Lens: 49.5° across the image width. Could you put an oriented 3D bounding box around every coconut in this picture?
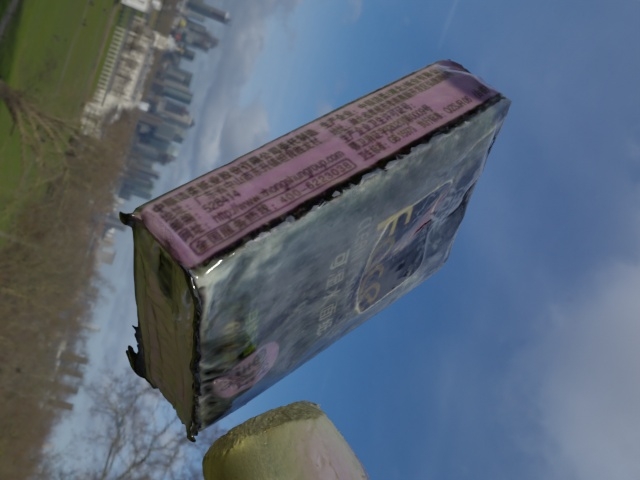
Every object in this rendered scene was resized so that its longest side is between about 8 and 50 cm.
[{"bbox_3d":[-0.024,0.236,0.622,0.152,0.147,0.147,61,-42,28],"label":"coconut"}]

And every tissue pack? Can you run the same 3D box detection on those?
[{"bbox_3d":[0.000,0.000,0.643,0.122,0.361,0.259,45,-35,24],"label":"tissue pack"}]
